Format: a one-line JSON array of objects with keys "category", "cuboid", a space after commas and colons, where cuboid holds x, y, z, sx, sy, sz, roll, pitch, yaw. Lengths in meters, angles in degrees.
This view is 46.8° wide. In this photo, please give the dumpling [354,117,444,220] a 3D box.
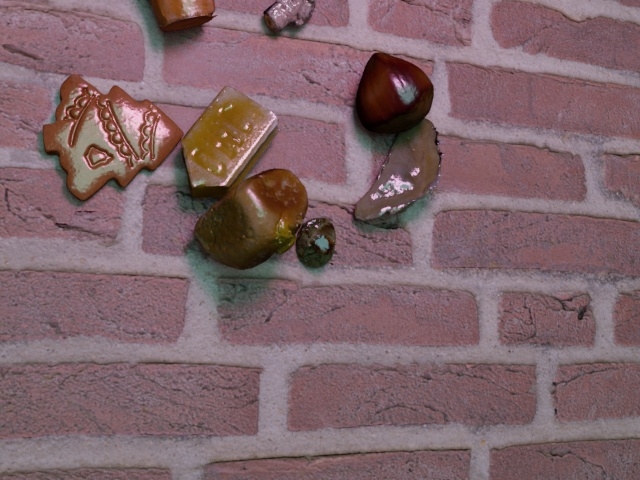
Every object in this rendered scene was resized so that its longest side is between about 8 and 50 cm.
[{"category": "dumpling", "cuboid": [0.224, -0.160, 1.864, 0.166, 0.086, 0.332, 25, 73, 19]}]

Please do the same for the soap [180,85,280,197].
[{"category": "soap", "cuboid": [-0.226, -0.213, 1.701, 0.160, 0.080, 0.258, 31, 71, 7]}]

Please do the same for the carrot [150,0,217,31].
[{"category": "carrot", "cuboid": [-0.321, -0.620, 1.695, 0.195, 0.196, 0.254, -20, 97, -20]}]

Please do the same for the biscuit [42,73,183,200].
[{"category": "biscuit", "cuboid": [-0.460, -0.236, 1.658, 0.306, 0.043, 0.284, -6, 85, -20]}]

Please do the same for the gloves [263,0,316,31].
[{"category": "gloves", "cuboid": [-0.068, -0.567, 1.812, 0.144, 0.110, 0.094, -29, 102, 9]}]

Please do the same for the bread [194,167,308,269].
[{"category": "bread", "cuboid": [-0.144, -0.036, 1.638, 0.195, 0.246, 0.176, -33, 91, -46]}]

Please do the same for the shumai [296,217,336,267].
[{"category": "shumai", "cuboid": [-0.001, 0.000, 1.763, 0.098, 0.087, 0.124, 8, 79, -16]}]

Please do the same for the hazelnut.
[{"category": "hazelnut", "cuboid": [0.174, -0.369, 1.825, 0.208, 0.208, 0.208, 3, 82, -19]}]
